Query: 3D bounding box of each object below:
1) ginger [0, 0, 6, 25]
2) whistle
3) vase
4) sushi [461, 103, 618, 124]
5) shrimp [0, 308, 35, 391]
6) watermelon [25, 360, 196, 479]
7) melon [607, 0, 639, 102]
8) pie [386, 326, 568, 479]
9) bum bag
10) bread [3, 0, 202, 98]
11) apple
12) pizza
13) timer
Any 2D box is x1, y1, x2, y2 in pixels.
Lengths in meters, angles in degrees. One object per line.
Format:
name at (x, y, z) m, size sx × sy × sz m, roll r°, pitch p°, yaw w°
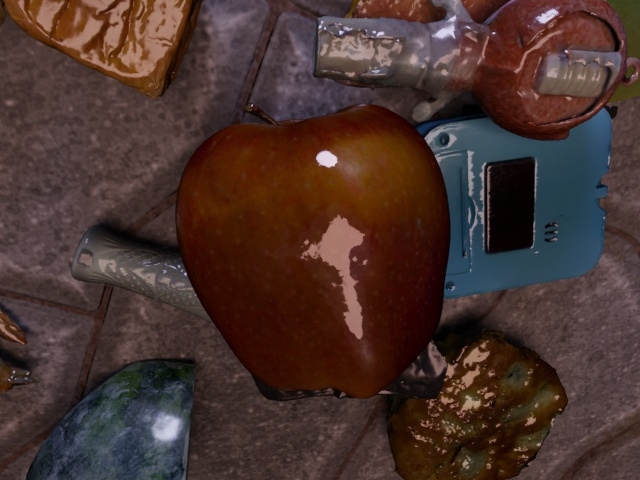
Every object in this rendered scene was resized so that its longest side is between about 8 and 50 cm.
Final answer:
ginger at (-0.333, -0.309, 0.415) m, size 0.157 × 0.102 × 0.216 m, roll -17°, pitch 114°, yaw -30°
whistle at (0.166, -0.183, 0.459) m, size 0.346 × 0.134 × 0.142 m, roll 2°, pitch 137°, yaw -7°
vase at (-0.207, 0.047, 0.607) m, size 0.219 × 0.096 × 0.096 m, roll 19°, pitch 111°, yaw -13°
sushi at (0.304, -0.077, 0.644) m, size 0.231 × 0.047 × 0.220 m, roll -1°, pitch 115°, yaw -7°
shrimp at (-0.485, 0.148, 0.633) m, size 0.187 × 0.051 × 0.132 m, roll 35°, pitch 106°, yaw -18°
watermelon at (-0.299, 0.360, 0.688) m, size 0.289 × 0.214 × 0.320 m, roll -16°, pitch 72°, yaw 4°
melon at (0.354, -0.242, 0.549) m, size 0.261 × 0.053 × 0.114 m, roll 16°, pitch 142°, yaw -31°
pie at (0.259, 0.301, 0.783) m, size 0.288 × 0.103 × 0.355 m, roll 13°, pitch 110°, yaw -13°
bum bag at (0.034, 0.181, 0.690) m, size 0.310 × 0.074 × 0.137 m, roll -4°, pitch 98°, yaw 8°
bread at (-0.192, -0.239, 0.439) m, size 0.143 × 0.158 × 0.149 m, roll 23°, pitch 105°, yaw -16°
apple at (0.000, 0.000, 0.500) m, size 0.288 × 0.288 × 0.317 m, roll -16°, pitch 99°, yaw -1°
pizza at (0.138, -0.268, 0.510) m, size 0.305 × 0.085 × 0.161 m, roll -22°, pitch 138°, yaw 4°
timer at (0.243, -0.054, 0.602) m, size 0.250 × 0.091 × 0.232 m, roll -7°, pitch 108°, yaw 0°
